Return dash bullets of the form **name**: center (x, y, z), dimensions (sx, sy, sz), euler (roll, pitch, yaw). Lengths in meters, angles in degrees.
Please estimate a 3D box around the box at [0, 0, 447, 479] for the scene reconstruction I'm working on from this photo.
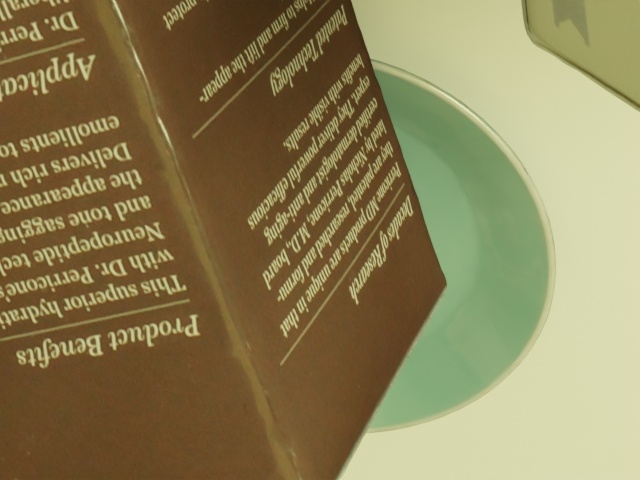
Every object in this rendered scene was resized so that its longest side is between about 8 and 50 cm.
- **box**: center (-0.081, -0.023, 0.644), dimensions (0.168, 0.167, 0.203), euler (-11, 111, 24)

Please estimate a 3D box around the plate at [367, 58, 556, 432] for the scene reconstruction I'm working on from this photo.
- **plate**: center (0.000, 0.000, 0.763), dimensions (0.188, 0.024, 0.188), euler (7, 128, 9)

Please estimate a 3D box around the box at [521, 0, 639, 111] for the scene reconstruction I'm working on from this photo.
- **box**: center (0.198, -0.140, 0.446), dimensions (0.311, 0.121, 0.148), euler (-26, 128, -18)
